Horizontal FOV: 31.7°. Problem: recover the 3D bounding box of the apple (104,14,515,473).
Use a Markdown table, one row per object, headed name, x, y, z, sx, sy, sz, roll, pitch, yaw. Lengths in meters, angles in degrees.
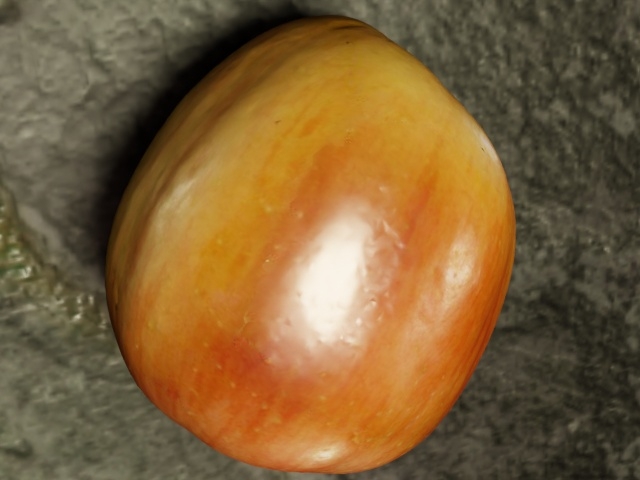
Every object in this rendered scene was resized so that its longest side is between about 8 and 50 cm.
| name | x | y | z | sx | sy | sz | roll | pitch | yaw |
| --- | --- | --- | --- | --- | --- | --- | --- | --- | --- |
| apple | 0.000 | 0.000 | 0.485 | 0.199 | 0.199 | 0.199 | -7 | 117 | -15 |
